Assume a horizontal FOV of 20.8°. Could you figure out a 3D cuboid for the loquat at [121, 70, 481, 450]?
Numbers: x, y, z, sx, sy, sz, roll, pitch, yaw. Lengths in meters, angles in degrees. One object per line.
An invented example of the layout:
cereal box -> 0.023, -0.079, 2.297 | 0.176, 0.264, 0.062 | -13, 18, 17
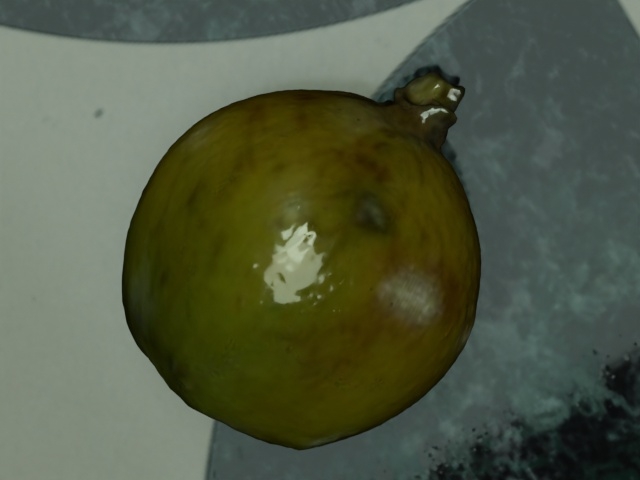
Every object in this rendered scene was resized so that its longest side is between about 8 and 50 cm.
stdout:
loquat -> 0.000, 0.000, 1.036 | 0.213, 0.213, 0.246 | 37, 97, -2
